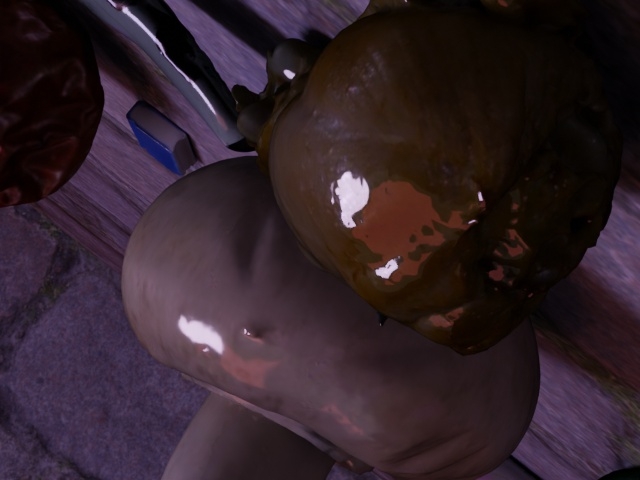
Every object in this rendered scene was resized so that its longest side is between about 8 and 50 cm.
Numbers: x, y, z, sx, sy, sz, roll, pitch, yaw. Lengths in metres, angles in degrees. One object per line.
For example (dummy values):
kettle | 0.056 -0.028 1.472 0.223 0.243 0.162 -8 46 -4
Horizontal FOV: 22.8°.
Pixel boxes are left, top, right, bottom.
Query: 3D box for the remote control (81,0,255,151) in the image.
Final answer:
remote control | -0.128 -0.157 1.085 0.256 0.045 0.097 48 -177 10

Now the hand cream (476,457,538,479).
hand cream | 0.239 0.307 1.848 0.312 0.070 0.111 34 167 8

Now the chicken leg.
chicken leg | 0.032 -0.054 0.854 0.201 0.153 0.429 55 173 -15

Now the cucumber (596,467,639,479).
cucumber | 0.274 0.238 1.445 0.056 0.056 0.284 38 165 8

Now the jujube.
jujube | -0.345 -0.183 1.486 0.342 0.216 0.216 43 173 26

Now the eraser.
eraser | -0.161 -0.102 1.603 0.063 0.027 0.085 36 170 11

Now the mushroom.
mushroom | -0.006 0.074 1.116 0.315 0.315 0.356 39 -146 5
